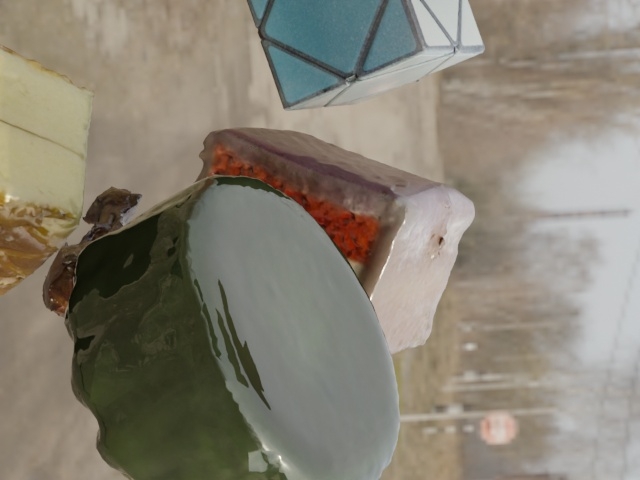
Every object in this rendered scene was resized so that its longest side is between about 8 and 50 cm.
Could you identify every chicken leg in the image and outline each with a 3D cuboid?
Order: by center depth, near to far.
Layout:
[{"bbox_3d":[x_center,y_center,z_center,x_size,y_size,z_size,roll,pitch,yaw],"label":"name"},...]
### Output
[{"bbox_3d":[-0.271,0.008,1.825,0.093,0.113,0.304,60,16,-20],"label":"chicken leg"}]

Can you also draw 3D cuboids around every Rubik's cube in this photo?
[{"bbox_3d":[0.050,-0.287,1.778,0.207,0.205,0.205,-17,87,-64],"label":"Rubik's cube"}]

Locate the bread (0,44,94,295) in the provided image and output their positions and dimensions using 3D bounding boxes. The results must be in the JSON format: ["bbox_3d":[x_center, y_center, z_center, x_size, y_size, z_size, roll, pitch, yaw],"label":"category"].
[{"bbox_3d":[-0.413,-0.073,1.510,0.279,0.279,0.207,27,47,-35],"label":"bread"}]

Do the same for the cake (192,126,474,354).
[{"bbox_3d":[0.000,0.000,1.809,0.230,0.309,0.237,1,109,-59],"label":"cake"}]

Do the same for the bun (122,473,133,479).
[{"bbox_3d":[-0.200,0.293,1.996,0.127,0.222,0.222,-43,134,-55],"label":"bun"}]

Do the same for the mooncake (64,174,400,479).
[{"bbox_3d":[-0.086,0.124,1.421,0.356,0.194,0.356,41,34,-36],"label":"mooncake"}]
